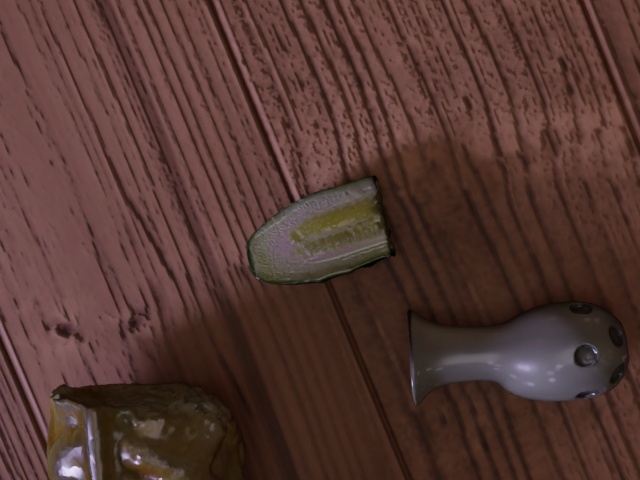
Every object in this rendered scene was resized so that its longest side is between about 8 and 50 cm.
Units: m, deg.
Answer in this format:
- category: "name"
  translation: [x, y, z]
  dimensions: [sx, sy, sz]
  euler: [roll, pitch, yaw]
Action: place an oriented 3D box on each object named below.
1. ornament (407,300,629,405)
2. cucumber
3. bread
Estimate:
- category: "ornament"
  translation: [0.143, 0.082, 1.197]
  dimensions: [0.156, 0.081, 0.074]
  euler: [-4, 59, 7]
- category: "cucumber"
  translation: [0.000, 0.000, 1.218]
  dimensions: [0.107, 0.035, 0.067]
  euler: [-17, 77, 9]
- category: "bread"
  translation: [-0.118, 0.234, 1.213]
  dimensions: [0.152, 0.130, 0.267]
  euler: [-1, 99, 43]
